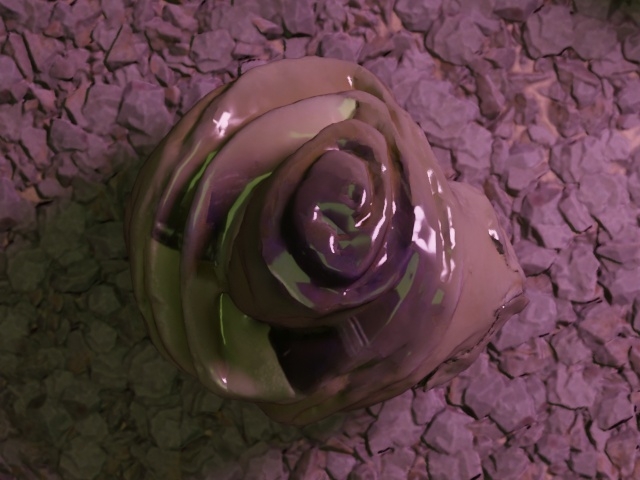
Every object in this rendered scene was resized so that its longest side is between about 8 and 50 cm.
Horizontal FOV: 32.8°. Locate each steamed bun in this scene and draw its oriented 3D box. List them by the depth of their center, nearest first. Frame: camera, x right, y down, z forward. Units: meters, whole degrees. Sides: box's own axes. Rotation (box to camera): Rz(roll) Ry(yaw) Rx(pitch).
[{"bbox_3d":[0.000,0.000,0.977,0.394,0.237,0.347,7,92,3],"label":"steamed bun"}]
